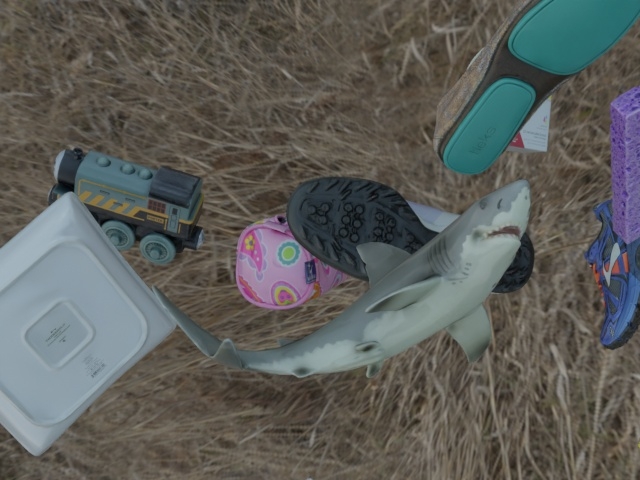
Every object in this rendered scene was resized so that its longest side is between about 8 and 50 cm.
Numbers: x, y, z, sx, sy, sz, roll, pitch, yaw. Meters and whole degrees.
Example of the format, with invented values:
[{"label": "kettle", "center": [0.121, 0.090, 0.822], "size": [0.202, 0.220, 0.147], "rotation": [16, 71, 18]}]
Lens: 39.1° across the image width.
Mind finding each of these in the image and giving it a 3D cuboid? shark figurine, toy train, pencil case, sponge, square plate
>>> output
[{"label": "shark figurine", "center": [0.027, 0.043, 0.703], "size": [0.278, 0.166, 0.116], "rotation": [-23, 49, -4]}, {"label": "toy train", "center": [-0.393, -0.081, 1.842], "size": [0.333, 0.142, 0.190], "rotation": [18, 130, 0]}, {"label": "pencil case", "center": [0.000, 0.000, 1.184], "size": [0.124, 0.284, 0.124], "rotation": [7, 106, 26]}, {"label": "sponge", "center": [0.362, -0.093, 0.944], "size": [0.117, 0.210, 0.031], "rotation": [-28, 51, -4]}, {"label": "square plate", "center": [-0.453, 0.153, 1.544], "size": [0.347, 0.049, 0.344], "rotation": [-44, 123, -18]}]

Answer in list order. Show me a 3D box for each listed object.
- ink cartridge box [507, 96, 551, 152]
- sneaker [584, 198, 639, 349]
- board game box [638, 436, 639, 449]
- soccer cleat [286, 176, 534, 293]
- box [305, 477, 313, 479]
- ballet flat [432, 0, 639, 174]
[{"label": "ink cartridge box", "center": [0.367, -0.261, 1.706], "size": [0.127, 0.072, 0.175], "rotation": [5, 90, -30]}, {"label": "sneaker", "center": [0.408, 0.042, 1.244], "size": [0.087, 0.083, 0.221], "rotation": [5, 74, 28]}, {"label": "board game box", "center": [0.646, 0.401, 1.667], "size": [0.048, 0.170, 0.141], "rotation": [-20, 93, 29]}, {"label": "soccer cleat", "center": [0.092, 0.001, 1.030], "size": [0.318, 0.116, 0.109], "rotation": [11, 85, -27]}, {"label": "box", "center": [0.016, 0.443, 1.237], "size": [0.203, 0.103, 0.114], "rotation": [40, 62, 11]}, {"label": "ballet flat", "center": [0.212, -0.201, 0.929], "size": [0.107, 0.106, 0.316], "rotation": [23, 136, -21]}]
